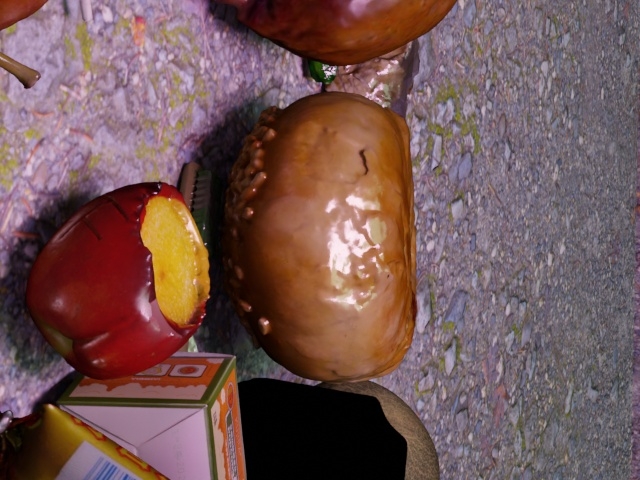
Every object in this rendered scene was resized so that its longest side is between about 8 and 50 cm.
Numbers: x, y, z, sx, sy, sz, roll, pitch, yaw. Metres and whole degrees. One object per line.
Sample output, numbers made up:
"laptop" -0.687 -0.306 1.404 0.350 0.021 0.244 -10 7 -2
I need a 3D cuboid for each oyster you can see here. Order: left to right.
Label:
"oyster" 0.083 -0.225 2.122 0.166 0.110 0.341 -9 108 -60

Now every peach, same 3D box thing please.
"peach" -0.205 0.037 1.530 0.226 0.190 0.196 -44 177 -22

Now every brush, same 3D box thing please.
"brush" -0.160 0.037 1.741 0.054 0.048 0.282 40 51 -55

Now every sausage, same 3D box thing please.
"sausage" -0.234 0.276 1.498 0.125 0.317 0.117 -53 -178 46

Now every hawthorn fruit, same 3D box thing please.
"hawthorn fruit" 0.039 -0.377 1.816 0.308 0.308 0.325 69 30 -42

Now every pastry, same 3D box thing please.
"pastry" 0.000 0.000 1.840 0.409 0.245 0.410 0 90 -81

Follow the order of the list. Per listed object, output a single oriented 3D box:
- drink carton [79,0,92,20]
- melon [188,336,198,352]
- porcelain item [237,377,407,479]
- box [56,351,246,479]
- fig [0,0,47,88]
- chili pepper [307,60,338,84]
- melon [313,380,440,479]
"drink carton" -0.260 -0.332 1.484 0.074 0.084 0.200 -67 157 -77
"melon" -0.202 0.169 1.766 0.114 0.053 0.262 -15 106 -41
"porcelain item" -0.034 0.331 1.842 0.157 0.285 0.281 0 95 -63
"box" -0.188 0.243 1.618 0.148 0.177 0.195 -63 151 -69
"fig" -0.343 -0.251 1.283 0.203 0.186 0.249 -31 168 -34
"chili pepper" 0.014 -0.334 2.022 0.108 0.062 0.216 -3 101 -62
"melon" 0.049 0.329 2.055 0.237 0.237 0.302 -67 148 -28
